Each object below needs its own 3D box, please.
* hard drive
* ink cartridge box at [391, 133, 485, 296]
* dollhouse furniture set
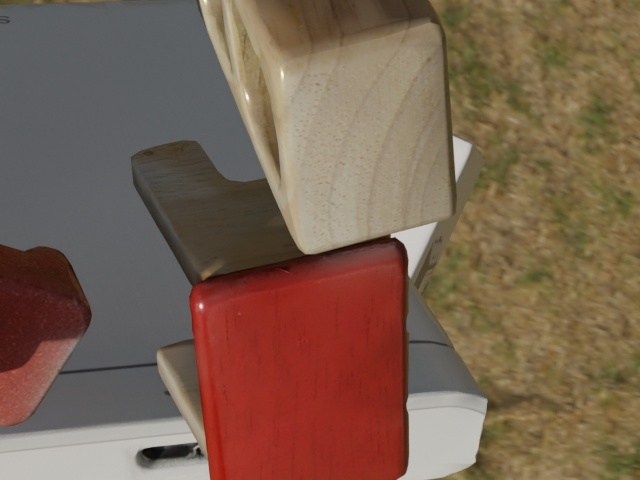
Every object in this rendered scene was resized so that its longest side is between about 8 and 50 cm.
[{"bbox_3d":[-0.100,-0.012,0.755,0.353,0.233,0.047,-120,32,-53],"label":"hard drive"},{"bbox_3d":[0.000,0.000,1.070,0.139,0.082,0.191,25,92,12],"label":"ink cartridge box"},{"bbox_3d":[-0.067,-0.041,0.409,0.201,0.374,0.152,-12,42,-10],"label":"dollhouse furniture set"}]
